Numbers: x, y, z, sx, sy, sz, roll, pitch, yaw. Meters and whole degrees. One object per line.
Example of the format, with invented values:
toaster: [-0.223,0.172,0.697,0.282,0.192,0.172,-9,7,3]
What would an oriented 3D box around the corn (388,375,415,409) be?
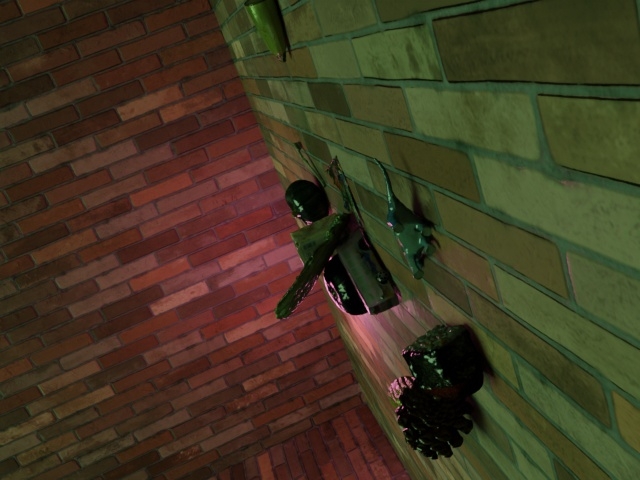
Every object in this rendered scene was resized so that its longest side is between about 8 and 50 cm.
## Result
corn: [0.293,0.500,1.862,0.387,0.143,0.144,116,130,-80]

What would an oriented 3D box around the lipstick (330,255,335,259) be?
lipstick: [0.090,0.130,2.460,0.418,0.077,0.077,74,170,-54]

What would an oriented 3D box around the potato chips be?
potato chips: [-0.022,0.080,1.993,0.070,0.429,0.358,32,-167,5]

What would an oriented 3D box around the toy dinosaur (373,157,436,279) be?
toy dinosaur: [0.191,-0.016,1.234,0.329,0.076,0.144,59,-174,-37]

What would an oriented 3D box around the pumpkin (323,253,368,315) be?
pumpkin: [0.108,0.146,2.010,0.233,0.163,0.233,61,169,20]

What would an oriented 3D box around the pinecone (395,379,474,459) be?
pinecone: [0.288,0.459,1.488,0.208,0.207,0.208,157,90,-83]

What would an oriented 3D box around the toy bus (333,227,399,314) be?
toy bus: [0.143,0.094,1.820,0.274,0.112,0.090,62,179,32]

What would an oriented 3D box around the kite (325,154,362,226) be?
kite: [0.062,-0.186,1.884,0.234,0.016,0.321,73,170,-45]

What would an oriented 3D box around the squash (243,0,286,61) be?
squash: [-0.149,-0.640,1.776,0.094,0.094,0.224,59,176,48]

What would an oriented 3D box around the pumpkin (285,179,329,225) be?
pumpkin: [-0.056,-0.146,2.348,0.212,0.152,0.211,63,177,6]

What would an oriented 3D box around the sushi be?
sushi: [0.270,0.265,1.295,0.126,0.136,0.225,59,169,-3]

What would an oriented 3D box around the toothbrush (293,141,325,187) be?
toothbrush: [-0.045,-0.298,2.279,0.026,0.028,0.294,41,-164,-50]

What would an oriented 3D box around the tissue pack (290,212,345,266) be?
tissue pack: [0.000,0.000,2.215,0.092,0.196,0.148,-119,7,-49]
